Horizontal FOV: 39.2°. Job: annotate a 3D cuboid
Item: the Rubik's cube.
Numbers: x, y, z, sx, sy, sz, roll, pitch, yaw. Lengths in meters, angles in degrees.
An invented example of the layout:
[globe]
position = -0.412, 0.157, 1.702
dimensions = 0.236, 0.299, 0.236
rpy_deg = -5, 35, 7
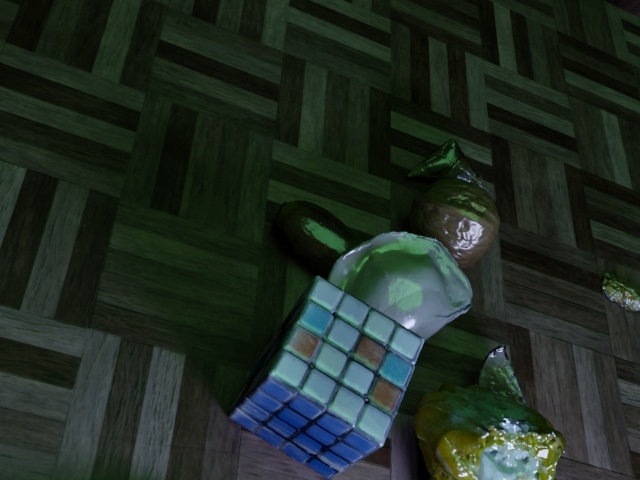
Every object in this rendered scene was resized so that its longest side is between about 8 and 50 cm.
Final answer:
[Rubik's cube]
position = 0.011, 0.271, 1.755
dimensions = 0.259, 0.256, 0.253
rpy_deg = 31, 54, -5

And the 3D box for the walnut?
[walnut]
position = 0.325, -0.044, 2.224
dimensions = 0.228, 0.228, 0.228
rpy_deg = 16, 51, -20

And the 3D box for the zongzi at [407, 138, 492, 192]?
[zongzi]
position = 0.344, -0.154, 2.426
dimensions = 0.178, 0.081, 0.189
rpy_deg = -39, 95, -21

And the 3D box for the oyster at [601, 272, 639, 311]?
[oyster]
position = 0.840, 0.148, 2.502
dimensions = 0.122, 0.045, 0.146
rpy_deg = -15, 65, -22

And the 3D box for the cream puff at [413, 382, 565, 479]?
[cream puff]
position = 0.320, 0.448, 1.862
dimensions = 0.323, 0.269, 0.274
rpy_deg = 15, 17, -22

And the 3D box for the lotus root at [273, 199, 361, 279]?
[lotus root]
position = 0.000, 0.000, 2.058
dimensions = 0.241, 0.123, 0.124
rpy_deg = 40, 37, -3

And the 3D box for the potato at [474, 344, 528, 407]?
[potato]
position = 0.415, 0.378, 2.061
dimensions = 0.120, 0.100, 0.261
rpy_deg = -20, 81, 2

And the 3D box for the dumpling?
[dumpling]
position = 0.146, 0.122, 1.993
dimensions = 0.260, 0.341, 0.181
rpy_deg = 63, 11, 7
